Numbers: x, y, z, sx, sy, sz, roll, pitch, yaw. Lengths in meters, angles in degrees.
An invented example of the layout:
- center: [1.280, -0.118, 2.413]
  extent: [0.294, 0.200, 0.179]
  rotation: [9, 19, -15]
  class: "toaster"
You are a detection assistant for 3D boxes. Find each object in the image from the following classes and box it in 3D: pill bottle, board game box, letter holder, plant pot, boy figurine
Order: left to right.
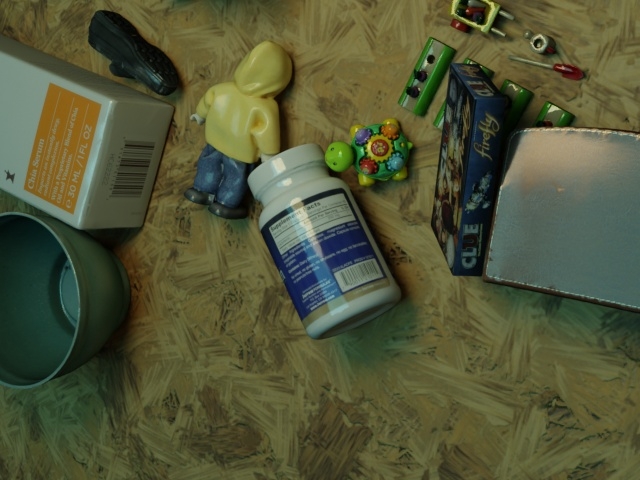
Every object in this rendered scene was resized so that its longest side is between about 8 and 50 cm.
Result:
- center: [-0.455, 0.094, 1.808]
  extent: [0.293, 0.196, 0.293]
  rotation: [2, 94, 31]
  class: "plant pot"
- center: [-0.130, -0.183, 1.660]
  extent: [0.177, 0.092, 0.285]
  rotation: [27, 105, 28]
  class: "boy figurine"
- center: [0.000, 0.000, 1.553]
  extent: [0.153, 0.153, 0.265]
  rotation: [-32, 75, 28]
  class: "pill bottle"
- center: [0.193, -0.096, 1.395]
  extent: [0.042, 0.165, 0.243]
  rotation: [1, 114, -5]
  class: "board game box"
- center: [0.384, -0.027, 1.321]
  extent: [0.302, 0.152, 0.214]
  rotation: [11, 96, 30]
  class: "letter holder"

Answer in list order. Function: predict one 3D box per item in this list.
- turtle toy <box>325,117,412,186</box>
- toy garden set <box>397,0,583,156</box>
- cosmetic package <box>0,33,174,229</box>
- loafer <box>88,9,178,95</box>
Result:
- center: [0.071, -0.129, 1.533]
  extent: [0.130, 0.066, 0.095]
  rotation: [-11, 87, 1]
  class: "turtle toy"
- center: [0.240, -0.226, 1.455]
  extent: [0.244, 0.049, 0.204]
  rotation: [34, 109, 25]
  class: "toy garden set"
- center: [-0.496, -0.203, 1.841]
  extent: [0.453, 0.161, 0.230]
  rotation: [24, 104, 29]
  class: "cosmetic package"
- center: [-0.320, -0.307, 1.782]
  extent: [0.223, 0.076, 0.078]
  rotation: [44, 118, 27]
  class: "loafer"
